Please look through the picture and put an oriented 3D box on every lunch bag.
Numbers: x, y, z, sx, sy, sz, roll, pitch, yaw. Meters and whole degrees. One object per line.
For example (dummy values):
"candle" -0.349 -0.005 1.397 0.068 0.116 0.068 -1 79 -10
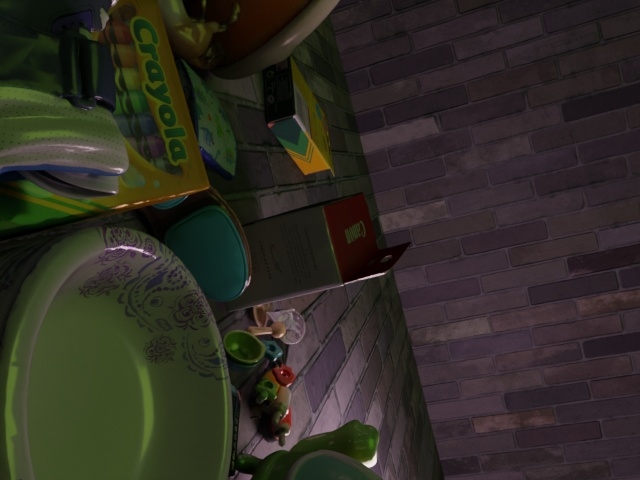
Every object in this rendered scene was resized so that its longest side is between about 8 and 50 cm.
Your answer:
"lunch bag" -0.186 -0.168 0.824 0.151 0.096 0.129 59 8 23

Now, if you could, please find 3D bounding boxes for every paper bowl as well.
"paper bowl" -0.197 0.139 0.453 0.284 0.148 0.284 -13 90 -76

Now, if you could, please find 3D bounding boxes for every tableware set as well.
"tableware set" -0.121 0.083 1.030 0.141 0.020 0.168 -75 148 -61

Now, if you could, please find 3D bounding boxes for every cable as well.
"cable" -0.064 0.240 0.996 0.287 0.072 0.139 -71 147 -61

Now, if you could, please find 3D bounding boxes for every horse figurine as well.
"horse figurine" -0.211 -0.338 0.790 0.263 0.066 0.174 52 53 -43

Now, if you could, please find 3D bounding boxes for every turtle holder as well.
"turtle holder" 0.007 0.411 0.779 0.320 0.228 0.243 10 73 -75

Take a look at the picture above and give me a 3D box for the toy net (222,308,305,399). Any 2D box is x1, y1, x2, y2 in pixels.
"toy net" -0.071 0.168 0.933 0.232 0.122 0.045 -37 156 -60

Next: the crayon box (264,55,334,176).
"crayon box" -0.052 -0.317 1.508 0.318 0.081 0.202 49 32 -60

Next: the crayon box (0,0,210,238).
"crayon box" -0.227 -0.120 0.504 0.323 0.083 0.203 -25 102 -56

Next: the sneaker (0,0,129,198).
"sneaker" -0.190 -0.152 0.397 0.322 0.130 0.236 -56 134 -51

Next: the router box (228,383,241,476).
"router box" -0.147 0.247 0.755 0.092 0.038 0.122 58 24 -49

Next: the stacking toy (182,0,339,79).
"stacking toy" -0.196 -0.539 0.910 0.480 0.351 0.350 42 33 -34

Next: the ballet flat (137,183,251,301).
"ballet flat" -0.195 -0.061 0.757 0.342 0.116 0.124 58 6 -41

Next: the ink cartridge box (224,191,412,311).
"ink cartridge box" 0.000 0.000 0.980 0.309 0.272 0.130 -30 106 -72
